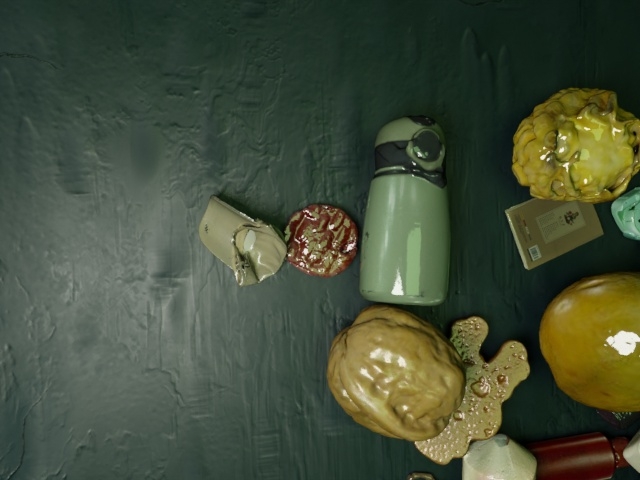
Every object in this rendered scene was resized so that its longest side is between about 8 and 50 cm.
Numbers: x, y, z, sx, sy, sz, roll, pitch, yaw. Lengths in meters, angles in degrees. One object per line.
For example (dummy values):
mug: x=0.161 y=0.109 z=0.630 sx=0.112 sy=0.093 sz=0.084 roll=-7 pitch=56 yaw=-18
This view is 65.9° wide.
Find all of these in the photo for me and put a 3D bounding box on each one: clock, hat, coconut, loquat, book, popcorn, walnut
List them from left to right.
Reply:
hat: x=-0.139 y=-0.017 z=0.913 sx=0.175 sy=0.085 sz=0.147 roll=42 pitch=123 yaw=12
walnut: x=0.140 y=0.246 z=0.898 sx=0.257 sy=0.257 sz=0.224 roll=36 pitch=118 yaw=-10
coconut: x=0.355 y=0.462 z=0.983 sx=0.147 sy=0.147 sz=0.152 roll=-5 pitch=99 yaw=-11
book: x=0.503 y=-0.038 z=1.062 sx=0.199 sy=0.016 sz=0.138 roll=-23 pitch=95 yaw=-9
popcorn: x=0.505 y=-0.186 z=0.974 sx=0.250 sy=0.190 sz=0.250 roll=1 pitch=88 yaw=-17
loquat: x=0.576 y=0.197 z=0.949 sx=0.276 sy=0.284 sz=0.275 roll=2 pitch=86 yaw=-30
clock: x=0.711 y=-0.047 z=1.088 sx=0.101 sy=0.041 sz=0.135 roll=-30 pitch=97 yaw=-8

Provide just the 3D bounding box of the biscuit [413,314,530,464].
biscuit: x=0.288 y=0.305 z=0.995 sx=0.186 sy=0.044 sz=0.295 roll=34 pitch=86 yaw=17

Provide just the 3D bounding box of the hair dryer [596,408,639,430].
hair dryer: x=0.692 y=0.304 z=0.993 sx=0.197 sy=0.251 sz=0.089 roll=-34 pitch=81 yaw=-5

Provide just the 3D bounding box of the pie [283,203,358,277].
pie: x=0.000 y=0.000 z=0.959 sx=0.154 sy=0.038 sz=0.153 roll=0 pitch=90 yaw=-8

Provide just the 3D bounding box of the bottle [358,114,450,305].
bottle: x=0.162 y=-0.055 z=0.923 sx=0.169 sy=0.168 sz=0.346 roll=4 pitch=88 yaw=-11

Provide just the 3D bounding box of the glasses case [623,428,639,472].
glasses case: x=0.788 y=0.392 z=1.041 sx=0.313 sy=0.070 sz=0.131 roll=-35 pitch=60 yaw=-21

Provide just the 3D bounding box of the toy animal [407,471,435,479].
toy animal: x=0.223 y=0.599 z=0.988 sx=0.186 sy=0.094 sz=0.214 roll=38 pitch=76 yaw=-17

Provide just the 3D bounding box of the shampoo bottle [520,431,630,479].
shampoo bottle: x=0.547 y=0.470 z=1.058 sx=0.261 sy=0.064 sz=0.102 roll=-5 pitch=87 yaw=-10
